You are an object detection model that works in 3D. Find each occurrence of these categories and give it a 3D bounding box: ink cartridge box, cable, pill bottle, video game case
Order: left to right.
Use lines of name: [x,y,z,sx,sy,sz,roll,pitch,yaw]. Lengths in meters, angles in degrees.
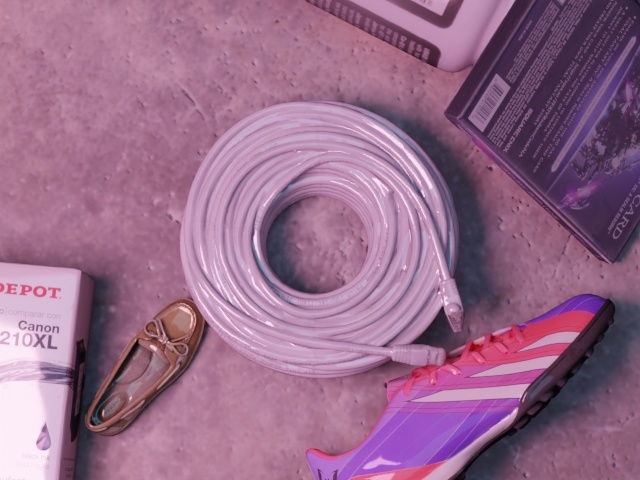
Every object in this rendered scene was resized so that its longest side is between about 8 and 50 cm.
ink cartridge box: [-0.307,0.136,1.646,0.172,0.100,0.237,5,82,1]
cable: [0.000,0.000,1.669,0.257,0.089,0.257,-3,81,1]
pill bottle: [0.096,-0.255,1.666,0.283,0.161,0.161,28,83,4]
video game case: [0.241,-0.123,1.619,0.026,0.274,0.196,26,81,47]

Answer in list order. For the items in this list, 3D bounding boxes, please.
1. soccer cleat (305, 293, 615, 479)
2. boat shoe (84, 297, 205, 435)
soccer cleat: [0.130,0.141,1.642,0.318,0.108,0.116,-42,80,-2]
boat shoe: [-0.163,0.117,1.673,0.056,0.048,0.153,42,85,6]
